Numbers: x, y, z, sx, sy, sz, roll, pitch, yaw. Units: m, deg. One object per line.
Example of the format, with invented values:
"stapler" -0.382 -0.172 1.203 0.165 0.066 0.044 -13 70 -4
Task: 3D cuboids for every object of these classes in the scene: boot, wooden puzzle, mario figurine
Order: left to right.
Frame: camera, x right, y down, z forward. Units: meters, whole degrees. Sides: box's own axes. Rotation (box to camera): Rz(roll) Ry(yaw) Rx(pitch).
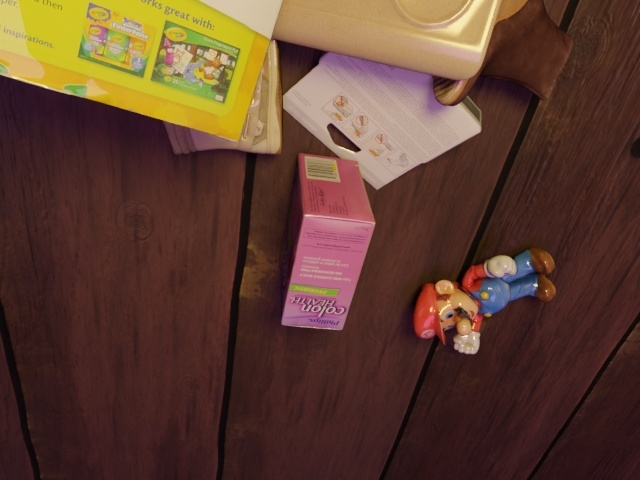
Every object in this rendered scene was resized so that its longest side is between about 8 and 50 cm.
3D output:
"boot" -0.165 -0.262 0.800 0.204 0.095 0.261 -2 124 -2
"wooden puzzle" 0.098 -0.421 0.658 0.323 0.080 0.347 16 108 7
"mario figurine" 0.355 0.142 1.063 0.321 0.170 0.197 -23 88 0
"boot" 0.302 -0.281 0.785 0.207 0.090 0.248 29 82 -26

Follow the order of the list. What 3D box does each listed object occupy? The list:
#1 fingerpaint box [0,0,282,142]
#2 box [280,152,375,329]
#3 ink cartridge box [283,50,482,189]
"fingerpaint box" -0.253 -0.348 0.500 0.445 0.163 0.370 9 109 -33
"box" 0.000 0.000 0.906 0.118 0.213 0.242 6 126 -9
"ink cartridge box" 0.102 -0.234 0.866 0.275 0.060 0.239 37 137 -26
